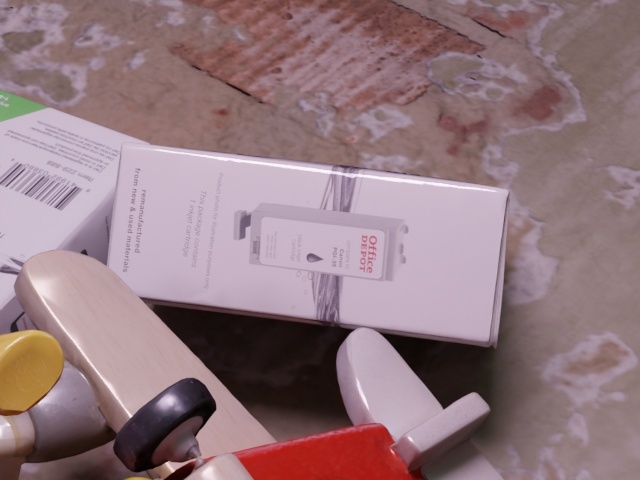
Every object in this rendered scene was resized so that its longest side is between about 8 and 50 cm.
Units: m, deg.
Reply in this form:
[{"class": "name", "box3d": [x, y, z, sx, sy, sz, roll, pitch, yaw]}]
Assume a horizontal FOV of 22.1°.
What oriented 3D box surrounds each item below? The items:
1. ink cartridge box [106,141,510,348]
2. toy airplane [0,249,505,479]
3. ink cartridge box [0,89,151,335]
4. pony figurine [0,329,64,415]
[{"class": "ink cartridge box", "box3d": [0.000, 0.000, 1.240, 0.283, 0.117, 0.207, 7, 2, 5]}, {"class": "toy airplane", "box3d": [-0.040, 0.203, 1.015, 0.384, 0.272, 0.386, 31, 24, -26]}, {"class": "ink cartridge box", "box3d": [-0.290, 0.016, 1.271, 0.211, 0.121, 0.289, 21, 46, 20]}, {"class": "pony figurine", "box3d": [-0.370, 0.102, 0.972, 0.351, 0.303, 0.363, -44, 33, -22]}]
